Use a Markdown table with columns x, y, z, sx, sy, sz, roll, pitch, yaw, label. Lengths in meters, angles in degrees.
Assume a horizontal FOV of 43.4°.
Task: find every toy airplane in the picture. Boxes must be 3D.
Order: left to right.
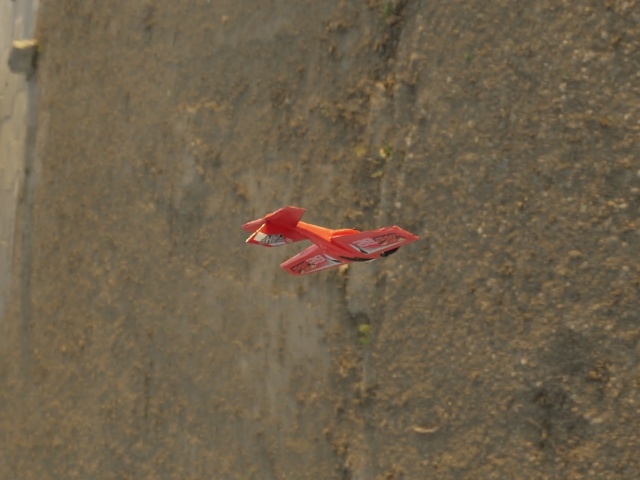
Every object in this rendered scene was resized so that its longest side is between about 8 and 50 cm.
| x | y | z | sx | sy | sz | roll | pitch | yaw | label |
| --- | --- | --- | --- | --- | --- | --- | --- | --- | --- |
| 0.000 | 0.000 | 0.652 | 0.151 | 0.151 | 0.028 | -25 | 63 | 54 | toy airplane |
